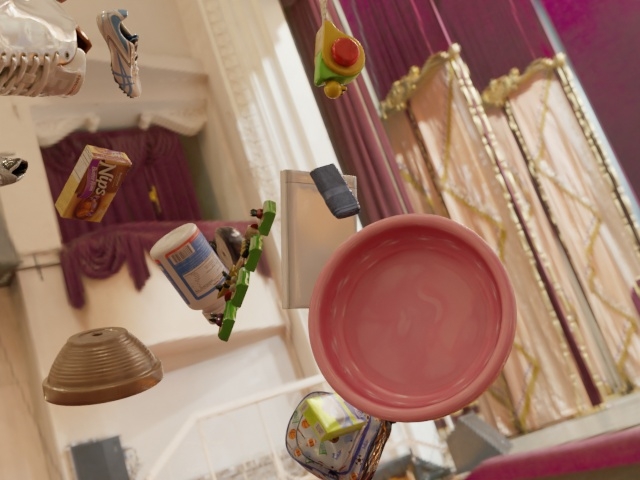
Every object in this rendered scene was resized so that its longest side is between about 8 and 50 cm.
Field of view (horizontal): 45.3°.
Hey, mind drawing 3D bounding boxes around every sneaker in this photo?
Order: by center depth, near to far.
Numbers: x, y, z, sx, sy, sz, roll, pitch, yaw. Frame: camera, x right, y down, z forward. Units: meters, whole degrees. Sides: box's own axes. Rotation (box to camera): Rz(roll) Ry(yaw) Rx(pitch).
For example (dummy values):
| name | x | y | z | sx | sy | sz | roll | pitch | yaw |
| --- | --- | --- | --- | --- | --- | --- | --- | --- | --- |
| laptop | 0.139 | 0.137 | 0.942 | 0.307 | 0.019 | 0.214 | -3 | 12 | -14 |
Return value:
| name | x | y | z | sx | sy | sz | roll | pitch | yaw |
| --- | --- | --- | --- | --- | --- | --- | --- | --- | --- |
| sneaker | -0.316 | -0.198 | 0.821 | 0.106 | 0.123 | 0.290 | -45 | 18 | 24 |
| sneaker | -0.484 | -0.460 | 1.908 | 0.086 | 0.085 | 0.237 | -9 | -50 | 2 |
| sneaker | -0.833 | -0.198 | 1.992 | 0.132 | 0.228 | 0.086 | -12 | -50 | -24 |

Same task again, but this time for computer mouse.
| name | x | y | z | sx | sy | sz | roll | pitch | yaw |
| --- | --- | --- | --- | --- | --- | --- | --- | --- | --- |
| computer mouse | -0.264 | 0.028 | 2.305 | 0.072 | 0.188 | 0.272 | -28 | -14 | -17 |

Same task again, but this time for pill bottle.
| name | x | y | z | sx | sy | sz | roll | pitch | yaw |
| --- | --- | --- | --- | --- | --- | --- | --- | --- | --- |
| pill bottle | -0.279 | 0.081 | 1.753 | 0.124 | 0.221 | 0.124 | -28 | 21 | 11 |

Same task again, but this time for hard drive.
| name | x | y | z | sx | sy | sz | roll | pitch | yaw |
| --- | --- | --- | --- | --- | --- | --- | --- | --- | --- |
| hard drive | 0.000 | 0.000 | 1.998 | 0.233 | 0.352 | 0.047 | 2 | -5 | -39 |

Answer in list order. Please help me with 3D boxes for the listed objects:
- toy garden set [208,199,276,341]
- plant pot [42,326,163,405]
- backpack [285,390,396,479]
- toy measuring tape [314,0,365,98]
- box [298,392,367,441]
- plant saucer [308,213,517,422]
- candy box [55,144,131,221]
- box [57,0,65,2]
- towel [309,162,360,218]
| name | x | y | z | sx | sy | sz | roll | pitch | yaw |
| --- | --- | --- | --- | --- | --- | --- | --- | --- | --- |
| toy garden set | -0.146 | 0.035 | 1.398 | 0.049 | 0.244 | 0.204 | 20 | 11 | -8 |
| plant pot | -0.441 | 0.241 | 1.543 | 0.238 | 0.109 | 0.237 | -6 | 9 | 1 |
| backpack | 0.034 | 0.551 | 2.144 | 0.263 | 0.276 | 0.213 | 11 | -31 | 34 |
| toy measuring tape | 0.051 | -0.490 | 1.846 | 0.121 | 0.330 | 0.121 | 3 | -17 | 1 |
| box | 0.041 | 0.449 | 1.979 | 0.178 | 0.109 | 0.042 | -2 | -45 | -48 |
| plant saucer | 0.146 | 0.124 | 1.222 | 0.332 | 0.332 | 0.084 | -23 | -25 | 14 |
| candy box | -0.551 | -0.135 | 1.858 | 0.109 | 0.053 | 0.186 | 9 | -56 | -49 |
| box | -0.493 | -0.607 | 1.540 | 0.232 | 0.149 | 0.126 | -42 | -39 | -18 |
| towel | 0.029 | -0.099 | 1.557 | 0.067 | 0.119 | 0.029 | -17 | -22 | -32 |
